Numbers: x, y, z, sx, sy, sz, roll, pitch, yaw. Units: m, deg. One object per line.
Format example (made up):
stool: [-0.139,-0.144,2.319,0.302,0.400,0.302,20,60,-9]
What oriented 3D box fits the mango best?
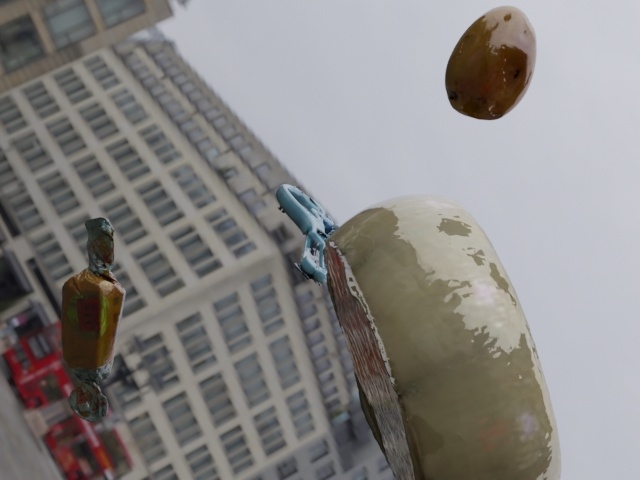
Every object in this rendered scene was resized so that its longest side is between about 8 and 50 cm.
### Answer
mango: [0.161,-0.167,1.058,0.080,0.114,0.060,39,-7,-29]

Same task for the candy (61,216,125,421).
candy: [-0.200,0.068,1.000,0.046,0.053,0.182,-8,105,-65]

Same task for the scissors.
scissors: [0.000,-0.001,1.570,0.180,0.032,0.393,38,10,-4]

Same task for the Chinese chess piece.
Chinese chess piece: [0.110,0.122,1.106,0.338,0.140,0.338,163,-90,-85]
